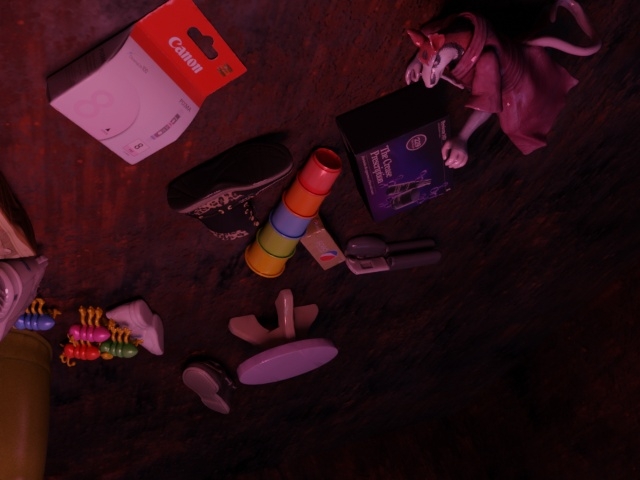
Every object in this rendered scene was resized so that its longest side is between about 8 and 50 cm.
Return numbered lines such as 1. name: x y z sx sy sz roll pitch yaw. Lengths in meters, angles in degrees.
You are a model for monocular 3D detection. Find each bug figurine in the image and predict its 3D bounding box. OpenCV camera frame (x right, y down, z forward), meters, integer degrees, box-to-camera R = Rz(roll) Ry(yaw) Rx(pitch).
1. bug figurine: -0.511 0.205 1.428 0.216 0.072 0.279 0 153 14

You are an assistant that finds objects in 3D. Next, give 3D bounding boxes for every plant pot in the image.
1. plant pot: -0.725 0.418 1.394 0.366 0.353 0.367 -17 151 -10

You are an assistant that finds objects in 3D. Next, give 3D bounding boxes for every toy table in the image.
1. toy table: -0.104 0.257 1.762 0.274 0.161 0.252 0 144 -37

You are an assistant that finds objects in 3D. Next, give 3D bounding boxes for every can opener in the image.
1. can opener: 0.185 0.033 1.677 0.280 0.074 0.093 -4 145 -31

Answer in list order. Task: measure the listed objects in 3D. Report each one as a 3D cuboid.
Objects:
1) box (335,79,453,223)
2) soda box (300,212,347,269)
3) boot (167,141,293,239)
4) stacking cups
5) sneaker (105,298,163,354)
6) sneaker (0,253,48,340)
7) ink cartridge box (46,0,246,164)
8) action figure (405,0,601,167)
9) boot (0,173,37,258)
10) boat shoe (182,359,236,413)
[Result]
1. box: 0.152 -0.163 1.300 0.184 0.103 0.261 -26 151 0
2. soda box: 0.000 0.000 1.508 0.061 0.058 0.181 -26 152 6
3. boot: -0.139 -0.086 1.241 0.236 0.085 0.178 -21 154 10
4. stacking cups: -0.047 -0.050 1.354 0.096 0.096 0.316 1 143 -36
5. sneaker: -0.423 0.201 1.548 0.094 0.080 0.212 -10 144 2
6. sneaker: -0.574 0.114 1.246 0.115 0.105 0.281 -32 178 -45
7. ink cartridge box: -0.240 -0.222 0.972 0.232 0.066 0.189 -25 151 12
8. action figure: 0.281 -0.271 1.056 0.275 0.248 0.370 -41 149 29
9. boot: -0.570 -0.028 1.024 0.203 0.095 0.262 -15 157 -11
10. boat shoe: -0.315 0.400 1.948 0.112 0.096 0.335 11 149 13
